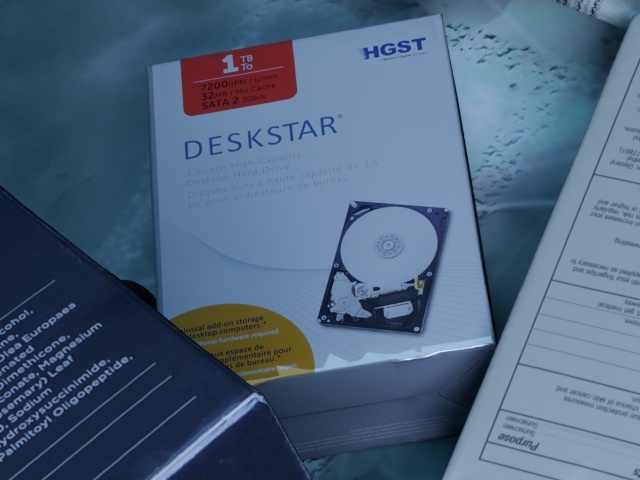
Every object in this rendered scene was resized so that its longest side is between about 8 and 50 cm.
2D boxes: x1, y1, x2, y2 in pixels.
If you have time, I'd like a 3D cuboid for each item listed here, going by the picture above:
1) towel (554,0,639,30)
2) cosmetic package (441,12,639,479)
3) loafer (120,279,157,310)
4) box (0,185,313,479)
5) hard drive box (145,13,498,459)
[{"bbox_3d":[0.192,-0.257,1.232,0.324,0.056,0.312,21,53,17],"label":"towel"},{"bbox_3d":[0.193,0.041,1.039,0.160,0.113,0.309,14,60,22],"label":"cosmetic package"},{"bbox_3d":[-0.160,0.119,1.095,0.078,0.080,0.220,-3,45,46],"label":"loafer"},{"bbox_3d":[-0.114,0.155,0.844,0.179,0.343,0.312,-40,42,-16],"label":"box"},{"bbox_3d":[0.000,0.000,1.125,0.181,0.089,0.232,-10,54,5],"label":"hard drive box"}]
